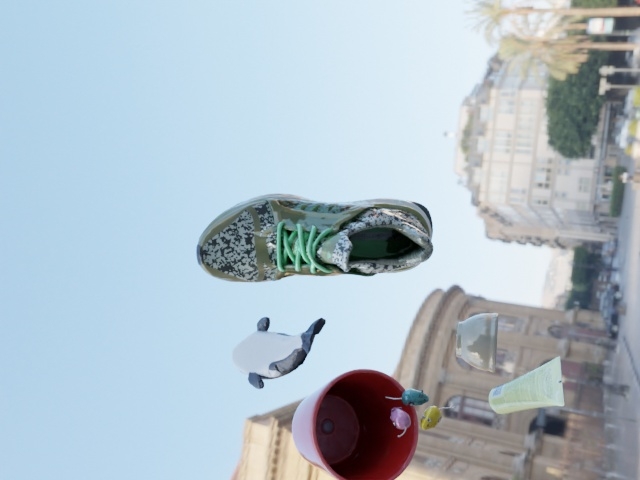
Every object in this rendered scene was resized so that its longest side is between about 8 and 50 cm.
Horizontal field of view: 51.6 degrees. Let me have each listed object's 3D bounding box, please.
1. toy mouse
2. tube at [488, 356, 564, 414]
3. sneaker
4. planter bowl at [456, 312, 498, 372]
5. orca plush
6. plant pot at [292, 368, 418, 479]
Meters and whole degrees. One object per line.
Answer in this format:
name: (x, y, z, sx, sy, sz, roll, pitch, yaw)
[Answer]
toy mouse: (0.203, 0.379, 1.509, 0.161, 0.143, 0.031, -30, -50, -34)
tube: (0.424, 0.307, 1.342, 0.062, 0.070, 0.240, -33, -11, -24)
sneaker: (0.000, 0.000, 1.077, 0.182, 0.409, 0.158, -124, 28, -81)
planter bowl: (0.432, 0.277, 1.827, 0.162, 0.109, 0.162, 4, -90, -75)
orca plush: (-0.074, 0.234, 1.430, 0.102, 0.287, 0.151, 16, -130, -36)
plant pot: (0.060, 0.456, 1.614, 0.243, 0.274, 0.275, -33, 35, 62)
